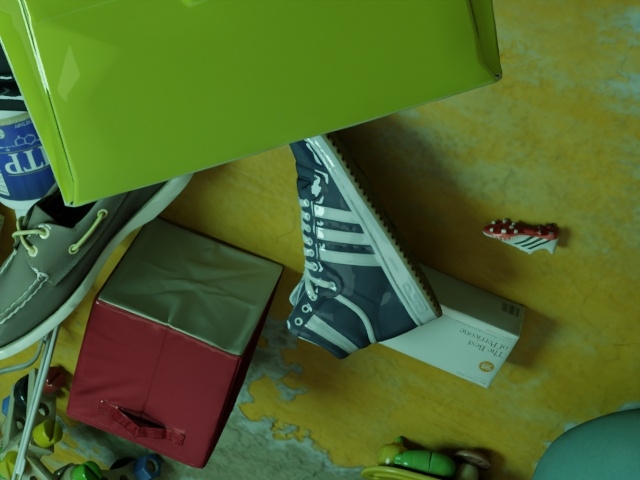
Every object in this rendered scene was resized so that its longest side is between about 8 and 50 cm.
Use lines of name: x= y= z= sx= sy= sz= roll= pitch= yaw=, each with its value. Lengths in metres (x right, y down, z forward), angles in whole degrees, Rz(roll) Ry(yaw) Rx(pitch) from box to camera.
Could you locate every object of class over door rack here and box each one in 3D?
over door rack: x=-0.368 y=0.187 z=1.369 sx=0.108 sy=0.324 sz=0.239 roll=4 pitch=154 yaw=-18

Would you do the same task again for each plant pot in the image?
plant pot: x=0.362 y=0.317 z=1.321 sx=0.195 sy=0.290 sz=0.290 roll=21 pitch=144 yaw=52

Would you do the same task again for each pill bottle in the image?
pill bottle: x=-0.331 y=-0.099 z=1.297 sx=0.112 sy=0.112 sz=0.187 roll=2 pitch=128 yaw=18

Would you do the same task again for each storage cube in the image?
storage cube: x=-0.173 y=0.120 z=1.358 sx=0.183 sy=0.215 sz=0.193 roll=22 pitch=125 yaw=1

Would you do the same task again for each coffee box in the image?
coffee box: x=-0.092 y=-0.283 z=0.850 sx=0.337 sy=0.334 sz=0.338 roll=-17 pitch=124 yaw=-4

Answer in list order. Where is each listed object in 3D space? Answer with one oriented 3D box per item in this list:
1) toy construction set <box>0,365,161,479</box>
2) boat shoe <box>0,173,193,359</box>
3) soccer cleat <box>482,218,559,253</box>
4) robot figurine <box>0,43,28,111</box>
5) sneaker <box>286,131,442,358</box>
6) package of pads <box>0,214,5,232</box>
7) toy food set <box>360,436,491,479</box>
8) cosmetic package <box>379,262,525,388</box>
toy construction set: x=-0.406 y=0.338 z=1.590 sx=0.308 sy=0.237 sz=0.257 roll=-4 pitch=126 yaw=22
boat shoe: x=-0.277 y=-0.013 z=1.237 sx=0.116 sy=0.324 sz=0.097 roll=36 pitch=170 yaw=47
soccer cleat: x=0.221 y=-0.002 z=1.244 sx=0.083 sy=0.029 sz=0.036 roll=3 pitch=124 yaw=11
robot figurine: x=-0.335 y=-0.251 z=1.134 sx=0.278 sy=0.209 sz=0.173 roll=0 pitch=167 yaw=18
sneaker: x=0.000 y=0.000 z=1.223 sx=0.153 sy=0.099 sz=0.282 roll=-30 pitch=102 yaw=11
package of pads: x=-0.562 y=0.065 z=1.425 sx=0.296 sy=0.229 sz=0.101 roll=-2 pitch=157 yaw=21
toy food set: x=0.166 y=0.311 z=1.495 sx=0.217 sy=0.071 sz=0.128 roll=14 pitch=154 yaw=10
cosmetic package: x=0.110 y=0.083 z=1.328 sx=0.239 sy=0.060 sz=0.099 roll=22 pitch=132 yaw=1
